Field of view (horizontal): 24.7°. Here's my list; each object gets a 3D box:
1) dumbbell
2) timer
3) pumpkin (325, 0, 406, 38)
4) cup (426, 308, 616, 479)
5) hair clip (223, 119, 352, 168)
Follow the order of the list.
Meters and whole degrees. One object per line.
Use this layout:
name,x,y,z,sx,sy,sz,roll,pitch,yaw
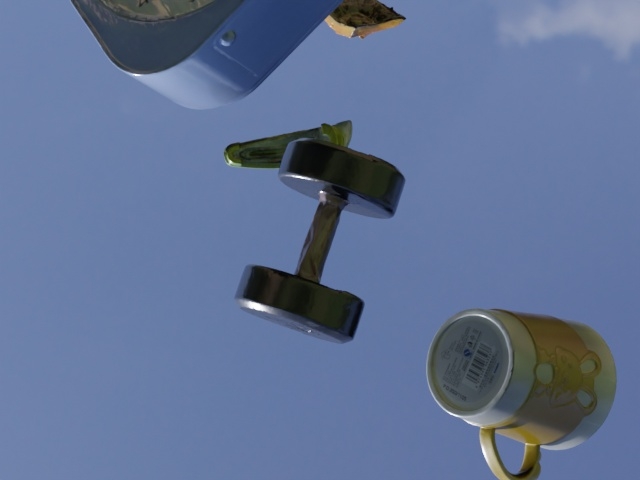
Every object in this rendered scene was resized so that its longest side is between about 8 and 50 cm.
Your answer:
dumbbell,0.000,0.000,1.748,0.152,0.218,0.152,18,173,2
timer,-0.124,-0.369,1.569,0.395,0.395,0.173,40,-171,33
pumpkin,0.044,-0.265,1.739,0.073,0.035,0.101,-22,-141,-25
cup,0.263,0.207,1.958,0.185,0.241,0.226,-3,165,43
hair clip,-0.044,-0.130,2.089,0.188,0.033,0.060,-8,-109,0
